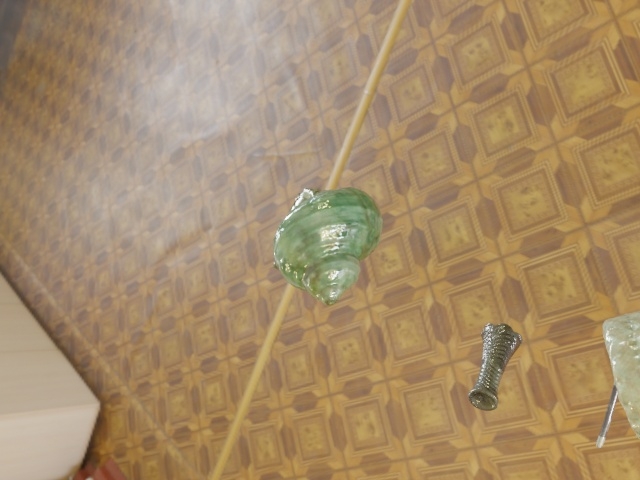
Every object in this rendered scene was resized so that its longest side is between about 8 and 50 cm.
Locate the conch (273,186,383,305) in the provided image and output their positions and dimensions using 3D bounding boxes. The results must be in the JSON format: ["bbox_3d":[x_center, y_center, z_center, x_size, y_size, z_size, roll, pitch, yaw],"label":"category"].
[{"bbox_3d":[0.002,0.001,0.787,0.176,0.188,0.122,-35,100,23],"label":"conch"}]

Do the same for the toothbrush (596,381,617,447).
[{"bbox_3d":[0.722,0.374,1.500,0.026,0.024,0.288,18,98,37],"label":"toothbrush"}]

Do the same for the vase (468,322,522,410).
[{"bbox_3d":[0.458,0.339,1.636,0.115,0.237,0.115,17,132,19],"label":"vase"}]

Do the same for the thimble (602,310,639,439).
[{"bbox_3d":[0.727,0.285,1.291,0.195,0.291,0.291,-17,73,25],"label":"thimble"}]
